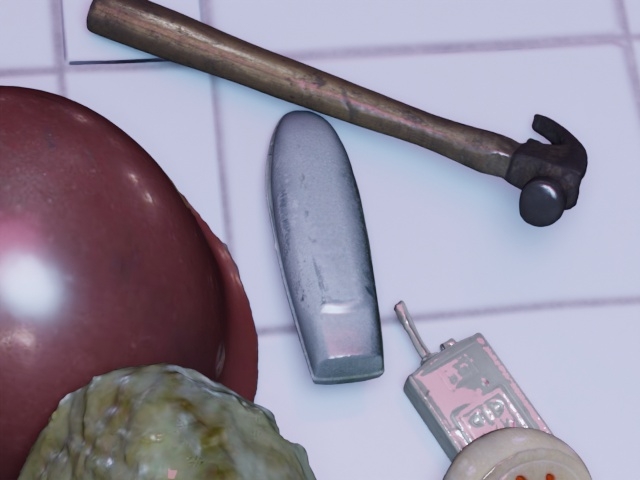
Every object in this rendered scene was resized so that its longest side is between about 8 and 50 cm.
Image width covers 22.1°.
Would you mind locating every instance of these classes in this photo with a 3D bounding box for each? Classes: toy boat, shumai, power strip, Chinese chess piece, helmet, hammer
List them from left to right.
[{"bbox_3d":[-0.223,0.031,1.203,0.385,0.230,0.337,43,70,13],"label":"helmet"},{"bbox_3d":[-0.042,0.245,1.130,0.288,0.292,0.330,-1,76,-41],"label":"shumai"},{"bbox_3d":[0.000,0.000,1.321,0.078,0.085,0.260,-6,58,-9],"label":"toy boat"},{"bbox_3d":[0.010,-0.122,1.349,0.440,0.044,0.168,21,23,11],"label":"hammer"},{"bbox_3d":[0.112,0.119,1.296,0.075,0.042,0.175,-31,74,-15],"label":"power strip"},{"bbox_3d":[0.148,0.201,1.234,0.122,0.051,0.122,-5,104,-19],"label":"Chinese chess piece"}]
